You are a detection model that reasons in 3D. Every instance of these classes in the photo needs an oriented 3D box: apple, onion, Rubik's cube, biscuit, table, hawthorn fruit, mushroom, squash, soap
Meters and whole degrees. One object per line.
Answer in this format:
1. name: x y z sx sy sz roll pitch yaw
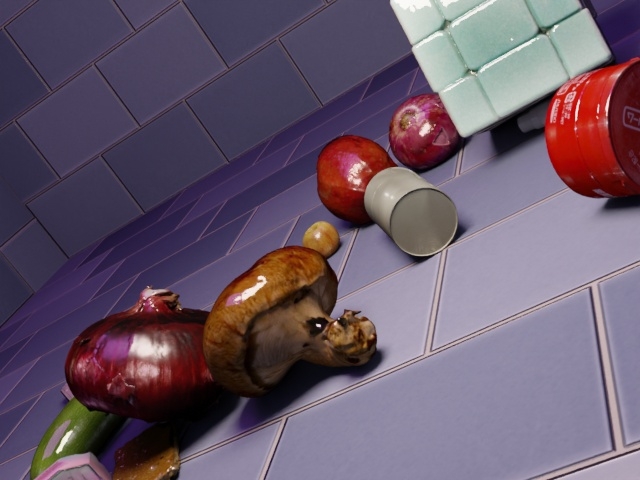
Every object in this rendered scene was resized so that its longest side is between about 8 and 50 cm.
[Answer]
1. apple: 0.000 0.000 1.856 0.084 0.071 0.084 -32 16 10
2. onion: 0.236 -0.244 1.961 0.177 0.153 0.177 -22 35 16
3. Rubik's cube: 0.377 -0.419 1.742 0.322 0.315 0.319 -29 -1 23
4. biscuit: -0.293 0.372 1.451 0.131 0.025 0.231 -36 16 -1
5. table: 0.162 -0.058 1.597 0.126 0.126 0.220 -34 16 2
6. hawthorn fruit: 0.097 -0.129 1.869 0.189 0.189 0.251 -39 30 -15
7. mushroom: -0.061 0.147 1.369 0.267 0.267 0.254 -33 50 6
8. onion: -0.284 0.199 1.497 0.314 0.232 0.314 -1 7 0
9. squash: -0.442 0.338 1.711 0.107 0.107 0.395 -23 19 36
10. soap: -0.420 0.420 1.435 0.149 0.100 0.056 -38 18 -15

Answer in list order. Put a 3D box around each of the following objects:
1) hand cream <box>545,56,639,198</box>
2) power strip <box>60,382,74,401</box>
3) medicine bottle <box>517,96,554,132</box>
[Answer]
1. hand cream: 0.427 -0.155 1.234 0.193 0.193 0.125 -42 18 -23
2. power strip: -0.528 0.342 1.991 0.109 0.037 0.279 -41 17 -19
3. medicine bottle: 0.492 -0.266 1.679 0.221 0.061 0.092 -21 -3 40
